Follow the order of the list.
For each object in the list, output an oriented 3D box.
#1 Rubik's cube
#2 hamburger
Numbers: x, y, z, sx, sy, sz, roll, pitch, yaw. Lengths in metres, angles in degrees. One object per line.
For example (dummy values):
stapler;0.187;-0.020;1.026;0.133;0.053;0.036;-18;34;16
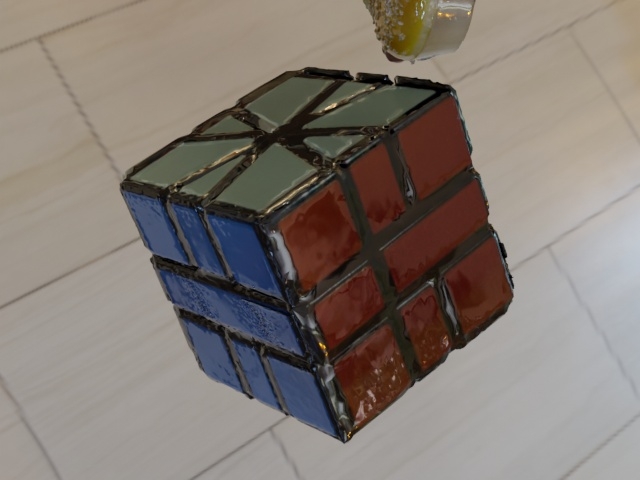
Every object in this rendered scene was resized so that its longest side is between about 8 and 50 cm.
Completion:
Rubik's cube;0.000;0.000;1.387;0.293;0.288;0.283;-32;118;-27
hamburger;0.103;-0.292;1.365;0.116;0.173;0.210;0;78;-4
